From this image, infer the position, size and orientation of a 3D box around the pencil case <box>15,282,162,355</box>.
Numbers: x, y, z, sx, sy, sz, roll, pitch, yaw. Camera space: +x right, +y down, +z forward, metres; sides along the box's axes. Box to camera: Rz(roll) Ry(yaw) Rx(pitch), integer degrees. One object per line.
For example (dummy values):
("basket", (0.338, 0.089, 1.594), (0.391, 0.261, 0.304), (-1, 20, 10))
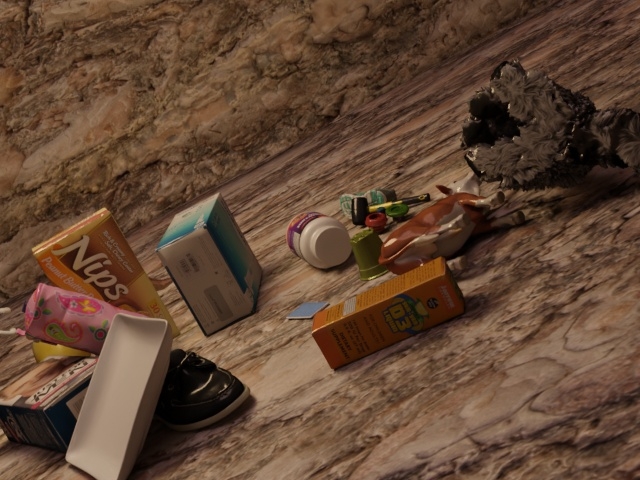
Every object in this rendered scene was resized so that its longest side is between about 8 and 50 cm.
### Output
("pencil case", (-0.462, 0.178, 2.051), (0.124, 0.284, 0.124), (-161, 90, -72))

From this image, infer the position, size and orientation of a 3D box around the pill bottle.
("pill bottle", (0.000, 0.000, 2.121), (0.108, 0.108, 0.193), (-31, 15, -10))

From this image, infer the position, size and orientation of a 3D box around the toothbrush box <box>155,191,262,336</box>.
("toothbrush box", (-0.233, 0.044, 2.193), (0.126, 0.216, 0.295), (-26, 15, 8))

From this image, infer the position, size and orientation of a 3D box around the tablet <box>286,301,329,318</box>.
("tablet", (-0.024, 0.133, 1.912), (0.054, 0.006, 0.083), (-37, 17, -32))

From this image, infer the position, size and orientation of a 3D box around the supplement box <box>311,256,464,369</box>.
("supplement box", (0.105, 0.114, 1.585), (0.233, 0.078, 0.080), (-26, 14, 11))

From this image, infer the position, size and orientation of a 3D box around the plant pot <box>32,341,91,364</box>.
("plant pot", (-0.579, 0.268, 2.284), (0.134, 0.134, 0.095), (-28, 39, 2))

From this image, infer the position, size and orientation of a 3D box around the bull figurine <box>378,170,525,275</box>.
("bull figurine", (0.236, -0.030, 1.792), (0.188, 0.101, 0.310), (-9, 24, 49))

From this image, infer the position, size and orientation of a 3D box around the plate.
("plate", (-0.333, 0.265, 1.711), (0.277, 0.045, 0.278), (-3, 68, 61))

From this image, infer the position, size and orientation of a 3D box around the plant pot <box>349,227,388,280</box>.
("plant pot", (0.095, 0.022, 1.923), (0.083, 0.079, 0.083), (-26, 14, 7))

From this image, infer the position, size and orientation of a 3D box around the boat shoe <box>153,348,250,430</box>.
("boat shoe", (-0.243, 0.239, 1.732), (0.127, 0.113, 0.340), (-36, 16, -26))

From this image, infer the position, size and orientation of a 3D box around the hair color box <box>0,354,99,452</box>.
("hair color box", (-0.519, 0.317, 2.005), (0.174, 0.105, 0.347), (-37, 16, -33))

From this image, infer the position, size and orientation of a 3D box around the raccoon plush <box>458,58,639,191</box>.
("raccoon plush", (0.450, -0.151, 1.798), (0.299, 0.446, 0.216), (6, -68, -59))

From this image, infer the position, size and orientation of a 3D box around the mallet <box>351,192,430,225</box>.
("mallet", (0.152, -0.087, 2.237), (0.189, 0.062, 0.039), (-19, -21, 25))

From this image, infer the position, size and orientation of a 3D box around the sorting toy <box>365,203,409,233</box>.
("sorting toy", (0.142, -0.044, 2.163), (0.102, 0.042, 0.061), (-20, 27, -15))

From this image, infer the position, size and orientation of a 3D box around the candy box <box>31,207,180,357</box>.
("candy box", (-0.461, 0.111, 2.184), (0.183, 0.316, 0.087), (-31, 15, -13))

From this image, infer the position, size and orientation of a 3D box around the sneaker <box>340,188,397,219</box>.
("sneaker", (0.113, -0.089, 2.350), (0.076, 0.065, 0.166), (-18, 9, -37))

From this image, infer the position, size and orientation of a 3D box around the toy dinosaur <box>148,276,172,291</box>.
("toy dinosaur", (-0.499, 0.125, 2.442), (0.295, 0.200, 0.127), (-25, 14, 11))

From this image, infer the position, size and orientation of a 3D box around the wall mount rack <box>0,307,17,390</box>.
("wall mount rack", (-0.777, 0.285, 2.346), (0.130, 0.350, 0.304), (5, 4, -23))
